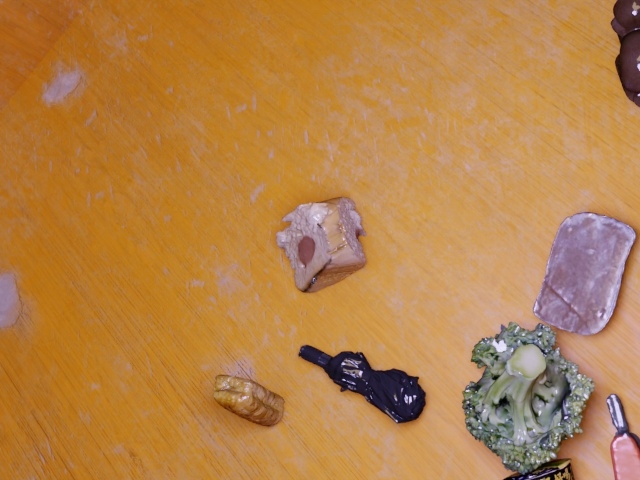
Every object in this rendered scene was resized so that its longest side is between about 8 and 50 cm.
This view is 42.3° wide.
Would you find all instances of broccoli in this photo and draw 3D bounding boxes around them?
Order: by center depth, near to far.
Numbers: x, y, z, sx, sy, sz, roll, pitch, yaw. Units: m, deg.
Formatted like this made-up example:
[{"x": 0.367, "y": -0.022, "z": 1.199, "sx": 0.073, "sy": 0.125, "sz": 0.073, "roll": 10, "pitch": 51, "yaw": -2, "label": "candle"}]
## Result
[{"x": 0.418, "y": 0.306, "z": 1.672, "sx": 0.288, "sy": 0.235, "sz": 0.260, "roll": 60, "pitch": 139, "yaw": 31, "label": "broccoli"}]

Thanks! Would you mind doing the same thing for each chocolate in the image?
[{"x": 0.554, "y": 0.070, "z": 1.746, "sx": 0.156, "sy": 0.080, "sz": 0.254, "roll": 18, "pitch": 86, "yaw": 14, "label": "chocolate"}]

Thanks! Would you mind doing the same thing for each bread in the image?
[{"x": -0.168, "y": 0.376, "z": 1.938, "sx": 0.113, "sy": 0.211, "sz": 0.083, "roll": 9, "pitch": 70, "yaw": 29, "label": "bread"}, {"x": -0.011, "y": 0.004, "z": 1.960, "sx": 0.223, "sy": 0.211, "sz": 0.184, "roll": -26, "pitch": 74, "yaw": 12, "label": "bread"}]

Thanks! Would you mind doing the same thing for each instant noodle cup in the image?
[{"x": 0.448, "y": 0.514, "z": 1.649, "sx": 0.151, "sy": 0.151, "sz": 0.122, "roll": -21, "pitch": 78, "yaw": 19, "label": "instant noodle cup"}]

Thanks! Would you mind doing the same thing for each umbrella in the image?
[{"x": 0.088, "y": 0.316, "z": 1.902, "sx": 0.340, "sy": 0.118, "sz": 0.118, "roll": 19, "pitch": 85, "yaw": 34, "label": "umbrella"}]

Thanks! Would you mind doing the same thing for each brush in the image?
[{"x": 0.613, "y": 0.463, "z": 1.628, "sx": 0.070, "sy": 0.051, "sz": 0.324, "roll": -18, "pitch": 69, "yaw": 23, "label": "brush"}]

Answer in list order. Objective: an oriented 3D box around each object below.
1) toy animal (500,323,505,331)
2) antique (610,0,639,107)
[{"x": 0.424, "y": 0.216, "z": 1.797, "sx": 0.084, "sy": 0.028, "sz": 0.050, "roll": 22, "pitch": 75, "yaw": 29, "label": "toy animal"}, {"x": 0.690, "y": -0.429, "z": 1.780, "sx": 0.121, "sy": 0.143, "sz": 0.257, "roll": -4, "pitch": 73, "yaw": 27, "label": "antique"}]
